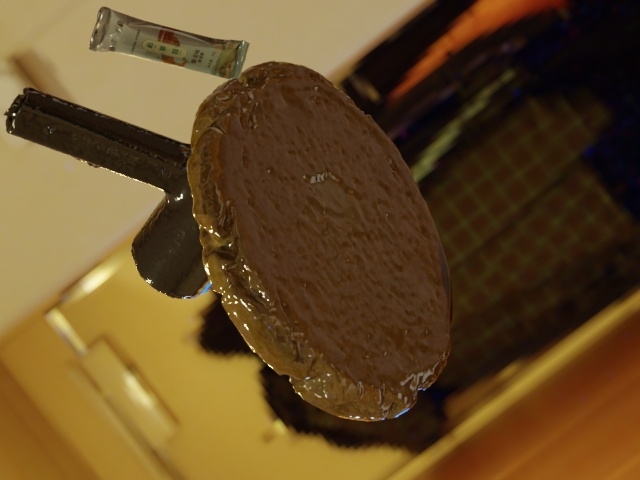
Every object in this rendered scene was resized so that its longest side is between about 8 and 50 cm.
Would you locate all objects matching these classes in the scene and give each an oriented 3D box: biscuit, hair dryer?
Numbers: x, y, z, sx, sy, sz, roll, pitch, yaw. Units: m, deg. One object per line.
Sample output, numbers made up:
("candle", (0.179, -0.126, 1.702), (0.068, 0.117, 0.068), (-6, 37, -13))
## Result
("biscuit", (0.000, 0.000, 1.141), (0.226, 0.042, 0.226), (31, -134, -38))
("hair dryer", (-0.159, -0.069, 1.711), (0.251, 0.197, 0.089), (24, -141, -19))

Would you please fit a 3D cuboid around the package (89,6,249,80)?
("package", (-0.105, -0.137, 1.370), (0.110, 0.037, 0.015), (11, -142, -14))
